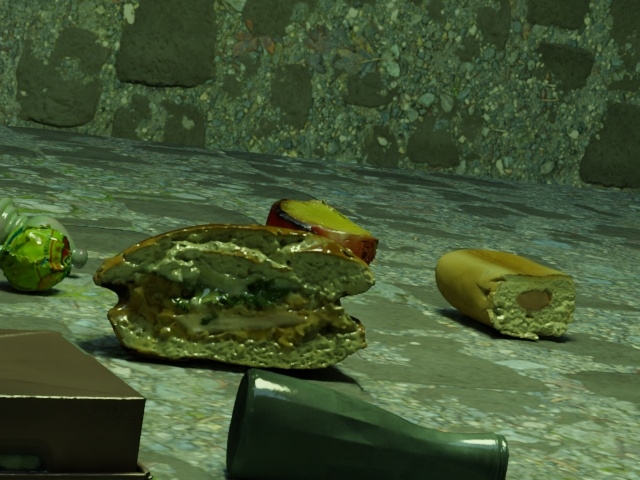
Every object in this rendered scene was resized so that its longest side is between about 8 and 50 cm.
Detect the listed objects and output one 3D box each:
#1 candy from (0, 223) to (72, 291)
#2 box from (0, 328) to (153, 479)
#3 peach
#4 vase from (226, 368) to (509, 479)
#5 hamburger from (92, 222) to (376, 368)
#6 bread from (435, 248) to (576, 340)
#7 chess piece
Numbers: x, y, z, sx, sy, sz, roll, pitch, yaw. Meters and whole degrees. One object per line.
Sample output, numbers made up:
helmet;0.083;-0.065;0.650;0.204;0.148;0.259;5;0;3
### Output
candy;-0.416;0.018;1.928;0.262;0.073;0.077;3;34;9
box;-0.255;0.126;1.211;0.215;0.086;0.215;4;10;-28
peach;-0.001;0.006;2.303;0.172;0.092;0.127;26;20;27
vase;0.038;0.161;1.304;0.214;0.086;0.086;11;7;-9
hamburger;-0.094;0.049;1.714;0.283;0.144;0.156;5;8;-9
bread;0.231;0.067;2.114;0.134;0.085;0.173;1;12;-25
chess piece;-0.413;-0.020;2.043;0.271;0.139;0.139;21;9;5
